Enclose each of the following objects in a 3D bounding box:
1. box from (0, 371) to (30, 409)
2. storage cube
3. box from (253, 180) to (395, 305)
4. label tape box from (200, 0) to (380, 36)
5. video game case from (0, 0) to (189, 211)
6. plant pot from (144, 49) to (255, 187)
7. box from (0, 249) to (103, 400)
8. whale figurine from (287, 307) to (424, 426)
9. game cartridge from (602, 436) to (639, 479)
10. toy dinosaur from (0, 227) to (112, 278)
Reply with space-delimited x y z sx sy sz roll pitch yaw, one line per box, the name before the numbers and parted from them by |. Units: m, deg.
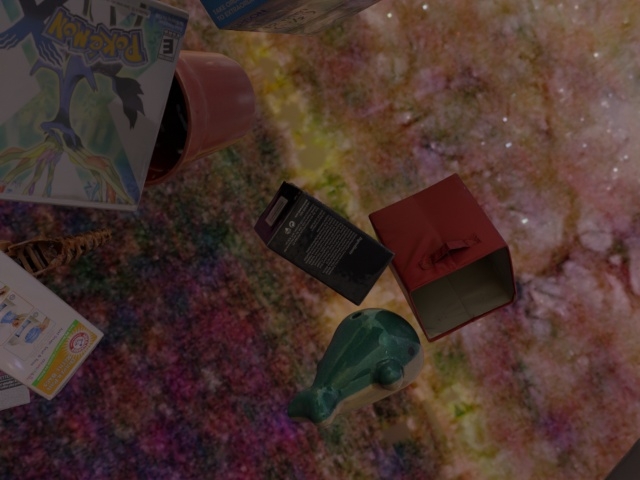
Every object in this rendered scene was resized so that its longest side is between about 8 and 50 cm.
box | -0.648 0.224 1.211 0.142 0.247 0.163 3 -82 47
storage cube | 0.220 0.030 1.274 0.193 0.184 0.215 65 2 40
box | 0.000 0.000 1.009 0.158 0.093 0.156 33 2 -15
label tape box | -0.019 -0.355 0.875 0.348 0.249 0.115 -26 97 -57
video game case | -0.339 -0.191 0.902 0.036 0.300 0.329 27 15 37
plant pot | -0.282 -0.263 1.399 0.265 0.272 0.272 -28 91 -58
box | -0.372 0.084 0.828 0.114 0.103 0.203 22 -23 36
whale figurine | 0.054 0.216 1.242 0.216 0.272 0.141 -4 -68 54
game cartridge | 0.288 0.185 0.530 0.294 0.196 0.060 11 23 -43
toy dinosaur | -0.437 0.070 0.951 0.218 0.322 0.164 140 -59 -61
